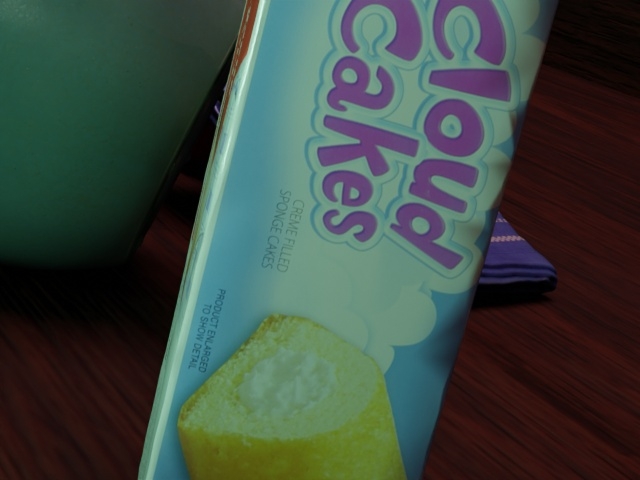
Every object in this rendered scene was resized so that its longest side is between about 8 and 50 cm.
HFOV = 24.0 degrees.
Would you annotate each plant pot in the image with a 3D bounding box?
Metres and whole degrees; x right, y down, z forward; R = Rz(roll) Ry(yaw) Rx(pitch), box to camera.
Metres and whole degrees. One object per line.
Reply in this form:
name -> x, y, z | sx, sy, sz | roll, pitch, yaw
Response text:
plant pot -> -0.171, -0.118, 0.857 | 0.235, 0.293, 0.293 | 27, 12, -5

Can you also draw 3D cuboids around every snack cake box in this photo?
snack cake box -> 0.000, 0.000, 0.527 | 0.089, 0.264, 0.152 | 13, 13, -5

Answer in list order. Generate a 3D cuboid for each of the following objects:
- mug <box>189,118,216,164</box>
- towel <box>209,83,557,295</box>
mug -> -0.057, -0.116, 1.319 | 0.169, 0.113, 0.150 | 10, 15, -31
towel -> 0.015, -0.084, 1.100 | 0.243, 0.040, 0.336 | 2, 44, -49
